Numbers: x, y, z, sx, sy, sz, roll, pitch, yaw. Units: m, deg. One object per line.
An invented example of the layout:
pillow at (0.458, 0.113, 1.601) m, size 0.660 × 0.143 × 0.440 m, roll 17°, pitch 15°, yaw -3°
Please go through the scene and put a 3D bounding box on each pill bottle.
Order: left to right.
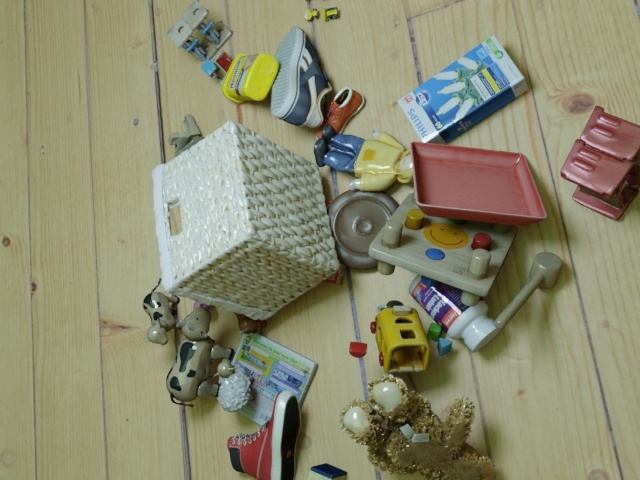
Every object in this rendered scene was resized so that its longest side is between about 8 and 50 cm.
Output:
pill bottle at (0.289, 0.143, 1.525) m, size 0.108 × 0.108 × 0.193 m, roll -47°, pitch 64°, yaw 9°

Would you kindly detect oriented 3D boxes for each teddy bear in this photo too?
teddy bear at (0.196, 0.391, 1.443) m, size 0.338 × 0.113 × 0.245 m, roll 22°, pitch 109°, yaw -12°

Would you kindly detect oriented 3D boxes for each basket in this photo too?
basket at (-0.164, -0.037, 1.609) m, size 0.267 × 0.331 × 0.328 m, roll -29°, pitch 57°, yaw 28°

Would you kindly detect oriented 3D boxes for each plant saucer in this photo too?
plant saucer at (0.101, -0.031, 1.656) m, size 0.199 × 0.036 × 0.198 m, roll -1°, pitch 83°, yaw 6°
plant saucer at (0.318, -0.115, 1.490) m, size 0.259 × 0.259 × 0.047 m, roll 6°, pitch 125°, yaw -1°

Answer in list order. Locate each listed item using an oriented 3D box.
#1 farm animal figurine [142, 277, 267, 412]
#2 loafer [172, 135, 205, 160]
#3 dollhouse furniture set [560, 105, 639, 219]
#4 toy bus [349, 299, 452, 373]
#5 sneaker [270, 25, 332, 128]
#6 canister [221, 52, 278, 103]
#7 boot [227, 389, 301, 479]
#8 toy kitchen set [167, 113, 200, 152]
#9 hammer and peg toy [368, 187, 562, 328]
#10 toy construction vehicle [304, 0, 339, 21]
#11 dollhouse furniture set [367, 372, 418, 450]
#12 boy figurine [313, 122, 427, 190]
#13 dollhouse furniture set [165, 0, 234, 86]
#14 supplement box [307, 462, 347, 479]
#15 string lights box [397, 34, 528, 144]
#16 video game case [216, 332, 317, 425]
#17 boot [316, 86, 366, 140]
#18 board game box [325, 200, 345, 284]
farm animal figurine at (-0.313, 0.243, 1.730) m, size 0.331 × 0.172 × 0.326 m, roll -3°, pitch 76°, yaw 29°
loafer at (-0.370, -0.232, 1.940) m, size 0.148 × 0.056 × 0.050 m, roll -48°, pitch 71°, yaw 9°
dollhouse furniture set at (0.665, -0.088, 1.350) m, size 0.374 × 0.201 × 0.152 m, roll 32°, pitch 93°, yaw 27°
toy bus at (0.168, 0.187, 1.516) m, size 0.202 × 0.191 × 0.104 m, roll 26°, pitch 131°, yaw 27°
sneaker at (-0.049, -0.404, 1.801) m, size 0.126 × 0.128 × 0.321 m, roll -40°, pitch 36°, yaw 42°
canister at (-0.182, -0.420, 1.837) m, size 0.170 × 0.073 × 0.126 m, roll 21°, pitch 88°, yaw 61°
boot at (-0.141, 0.445, 1.647) m, size 0.176 × 0.088 × 0.244 m, roll 15°, pitch 106°, yaw 29°
toy kitchen set at (-0.388, -0.293, 1.958) m, size 0.075 × 0.083 × 0.068 m, roll 62°, pitch 147°, yaw 22°
hammer and peg toy at (0.306, 0.019, 1.456) m, size 0.362 × 0.266 × 0.127 m, roll 20°, pitch 128°, yaw 18°
toy construction vehicle at (0.004, -0.614, 1.866) m, size 0.098 × 0.035 × 0.085 m, roll -5°, pitch 88°, yaw 26°
dollhouse furniture set at (0.135, 0.375, 1.538) m, size 0.151 × 0.123 × 0.144 m, roll -30°, pitch 68°, yaw 16°
boy figurine at (0.126, -0.185, 1.670) m, size 0.285 × 0.092 × 0.177 m, roll 19°, pitch 65°, yaw 25°
dollhouse furniture set at (-0.294, -0.529, 1.927) m, size 0.129 × 0.129 × 0.183 m, roll -47°, pitch 63°, yaw 9°
supplement box at (0.008, 0.549, 1.582) m, size 0.056 × 0.083 × 0.083 m, roll 14°, pitch 86°, yaw 28°
string lights box at (0.324, -0.332, 1.628) m, size 0.260 × 0.077 × 0.133 m, roll -33°, pitch 69°, yaw 15°
video game case at (-0.132, 0.343, 1.725) m, size 0.213 × 0.023 × 0.193 m, roll 23°, pitch 89°, yaw 28°
boot at (0.036, -0.311, 1.755) m, size 0.158 × 0.085 × 0.059 m, roll -49°, pitch 66°, yaw 10°
board game box at (0.000, 0.000, 1.725) m, size 0.147 × 0.045 × 0.193 m, roll 9°, pitch 83°, yaw 26°
